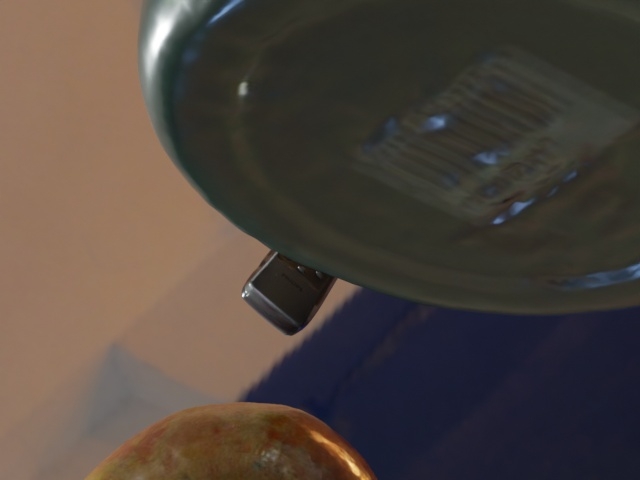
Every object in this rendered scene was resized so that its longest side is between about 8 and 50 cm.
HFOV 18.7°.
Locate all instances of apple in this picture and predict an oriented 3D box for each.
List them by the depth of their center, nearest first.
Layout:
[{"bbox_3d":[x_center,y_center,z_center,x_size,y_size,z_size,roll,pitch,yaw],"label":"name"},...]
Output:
[{"bbox_3d":[-0.072,0.279,1.483,0.301,0.301,0.302,-20,-61,-42],"label":"apple"}]

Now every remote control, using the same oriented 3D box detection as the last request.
[{"bbox_3d":[0.000,0.000,1.497,0.028,0.059,0.212,-51,2,38],"label":"remote control"}]

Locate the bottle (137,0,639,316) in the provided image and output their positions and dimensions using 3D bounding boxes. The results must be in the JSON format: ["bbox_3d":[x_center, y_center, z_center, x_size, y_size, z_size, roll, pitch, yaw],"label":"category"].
[{"bbox_3d":[0.055,-0.158,0.455,0.144,0.144,0.336,46,-136,-46],"label":"bottle"}]
